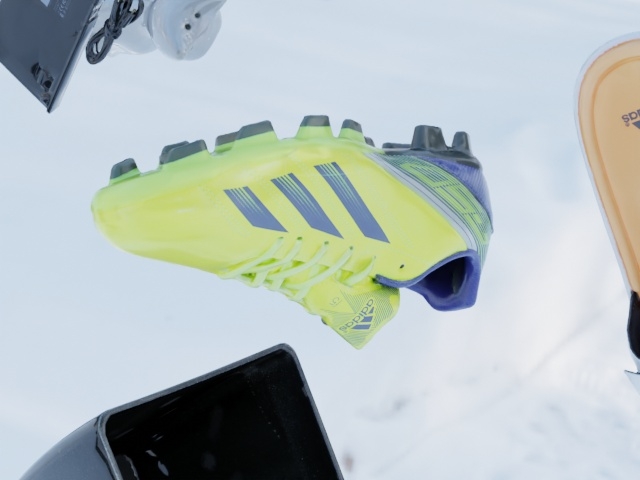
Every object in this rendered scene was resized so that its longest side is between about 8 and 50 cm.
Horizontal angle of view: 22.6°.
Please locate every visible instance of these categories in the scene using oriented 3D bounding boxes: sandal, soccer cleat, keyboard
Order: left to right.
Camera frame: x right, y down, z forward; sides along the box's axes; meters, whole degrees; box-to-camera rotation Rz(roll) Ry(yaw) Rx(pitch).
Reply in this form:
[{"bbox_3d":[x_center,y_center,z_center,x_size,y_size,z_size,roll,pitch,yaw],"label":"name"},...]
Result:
[{"bbox_3d":[-0.167,-0.172,1.109,0.108,0.180,0.023,44,36,19],"label":"keyboard"},{"bbox_3d":[0.001,0.000,0.848,0.093,0.121,0.289,-7,-3,39],"label":"soccer cleat"},{"bbox_3d":[0.176,0.037,0.724,0.102,0.265,0.076,-23,10,30],"label":"sandal"}]

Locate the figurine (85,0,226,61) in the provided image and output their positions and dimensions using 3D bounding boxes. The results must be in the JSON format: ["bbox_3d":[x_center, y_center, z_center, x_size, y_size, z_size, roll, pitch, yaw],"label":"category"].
[{"bbox_3d":[-0.117,-0.238,1.355,0.092,0.215,0.209,38,-15,-36],"label":"figurine"}]

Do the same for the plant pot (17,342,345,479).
[{"bbox_3d":[-0.101,0.198,1.067,0.167,0.187,0.188,-24,-4,39],"label":"plant pot"}]
